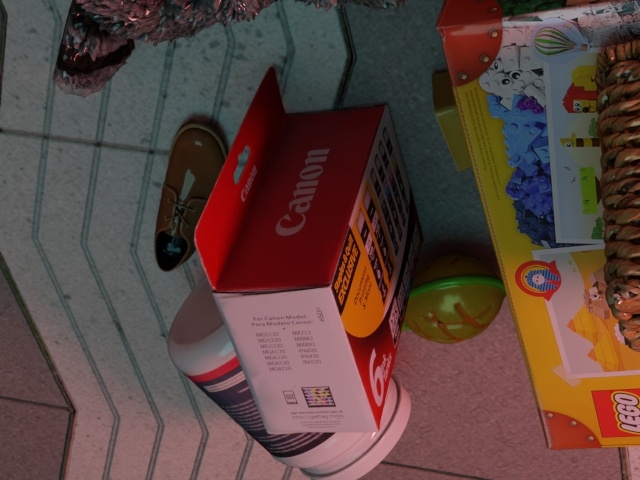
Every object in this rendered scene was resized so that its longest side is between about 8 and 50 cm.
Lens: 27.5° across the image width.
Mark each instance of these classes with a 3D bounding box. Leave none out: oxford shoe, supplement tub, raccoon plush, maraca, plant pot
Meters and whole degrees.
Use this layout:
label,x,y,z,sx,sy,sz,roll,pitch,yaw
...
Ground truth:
label,x,y,z,sx,sy,sz,roll,pitch,yaw
oxford shoe,-0.156,-0.046,1.546,0.076,0.076,0.212,18,131,3
supplement tub,-0.036,0.156,1.608,0.191,0.191,0.272,-27,118,33
raccoon plush,-0.085,-0.270,1.313,0.299,0.216,0.446,13,163,-14
maraca,0.145,0.077,1.552,0.127,0.099,0.185,6,155,-22
plant pot,0.169,-0.135,1.374,0.083,0.081,0.081,-17,124,15

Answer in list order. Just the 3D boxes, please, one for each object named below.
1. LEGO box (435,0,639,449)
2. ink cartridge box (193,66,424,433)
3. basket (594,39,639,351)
label,x,y,z,sx,sy,sz,roll,pitch,yaw
LEGO box,0.355,-0.052,1.234,0.372,0.193,0.500,-6,124,21
ink cartridge box,0.000,0.000,1.381,0.130,0.309,0.272,-4,129,19
basket,0.383,-0.035,1.054,0.299,0.223,0.213,-6,157,19
